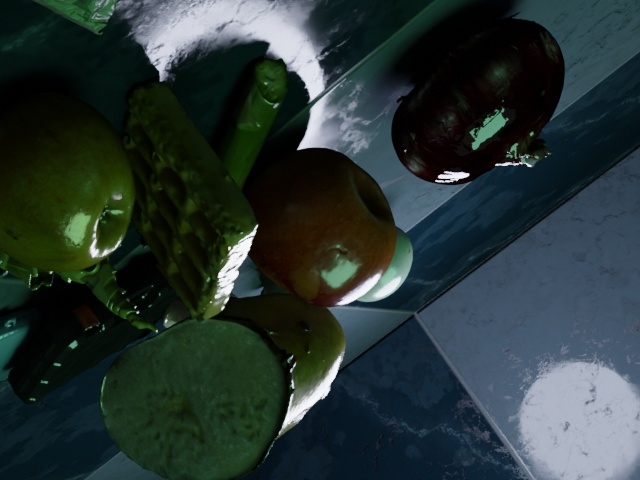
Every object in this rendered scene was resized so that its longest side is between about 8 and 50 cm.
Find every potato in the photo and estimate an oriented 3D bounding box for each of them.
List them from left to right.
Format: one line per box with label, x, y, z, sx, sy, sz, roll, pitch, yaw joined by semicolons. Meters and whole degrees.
potato;-0.141;0.245;1.845;0.397;0.290;0.296;-35;174;25

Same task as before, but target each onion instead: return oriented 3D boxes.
onion;0.256;-0.200;1.639;0.313;0.232;0.314;-33;166;-9

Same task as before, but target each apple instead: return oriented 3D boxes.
apple;-0.274;-0.055;1.087;0.182;0.155;0.182;-49;162;-21
apple;0.000;-0.023;1.613;0.206;0.252;0.272;-41;139;13

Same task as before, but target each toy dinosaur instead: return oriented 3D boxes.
toy dinosaur;-0.278;0.011;1.205;0.153;0.259;0.094;-60;170;-9

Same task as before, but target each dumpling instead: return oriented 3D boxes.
dumpling;-0.216;0.148;1.959;0.169;0.100;0.134;-15;164;-47

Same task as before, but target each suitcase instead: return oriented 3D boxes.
suitcase;-0.341;0.132;1.632;0.285;0.066;0.206;-32;169;-49

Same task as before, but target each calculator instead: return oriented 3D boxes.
calculator;-0.485;0.167;1.570;0.121;0.039;0.210;-25;162;-38

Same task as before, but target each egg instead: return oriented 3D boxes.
egg;0.116;0.047;2.238;0.149;0.149;0.192;-11;145;-55

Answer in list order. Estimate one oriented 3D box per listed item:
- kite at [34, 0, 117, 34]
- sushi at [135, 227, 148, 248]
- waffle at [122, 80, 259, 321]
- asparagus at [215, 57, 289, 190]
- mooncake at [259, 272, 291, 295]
kite;-0.197;-0.274;0.908;0.267;0.013;0.323;-23;161;-35
sushi;-0.221;-0.036;1.490;0.085;0.056;0.083;-48;168;34
waffle;-0.168;-0.042;1.264;0.055;0.221;0.248;-27;163;-27
asparagus;-0.103;-0.137;1.406;0.067;0.060;0.278;-60;-178;-37
mooncake;-0.060;0.093;2.113;0.168;0.104;0.175;-35;162;21
